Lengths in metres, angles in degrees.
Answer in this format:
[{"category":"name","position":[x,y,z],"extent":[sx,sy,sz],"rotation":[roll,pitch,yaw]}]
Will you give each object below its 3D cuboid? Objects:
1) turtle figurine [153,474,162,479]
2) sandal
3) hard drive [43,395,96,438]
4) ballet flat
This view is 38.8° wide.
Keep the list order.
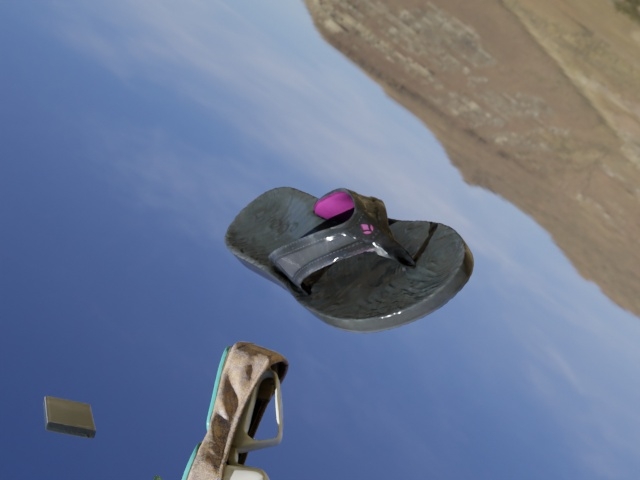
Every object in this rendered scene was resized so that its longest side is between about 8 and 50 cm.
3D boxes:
[{"category":"turtle figurine","position":[-0.302,0.433,1.238],"extent":[0.275,0.266,0.198],"rotation":[60,156,-13]},{"category":"sandal","position":[-0.002,0.001,1.130],"extent":[0.445,0.167,0.107],"rotation":[16,150,52]},{"category":"hard drive","position":[-0.496,0.348,1.789],"extent":[0.094,0.022,0.135],"rotation":[16,-173,-21]},{"category":"ballet flat","position":[-0.109,0.272,1.176],"extent":[0.106,0.316,0.107],"rotation":[8,149,12]}]
